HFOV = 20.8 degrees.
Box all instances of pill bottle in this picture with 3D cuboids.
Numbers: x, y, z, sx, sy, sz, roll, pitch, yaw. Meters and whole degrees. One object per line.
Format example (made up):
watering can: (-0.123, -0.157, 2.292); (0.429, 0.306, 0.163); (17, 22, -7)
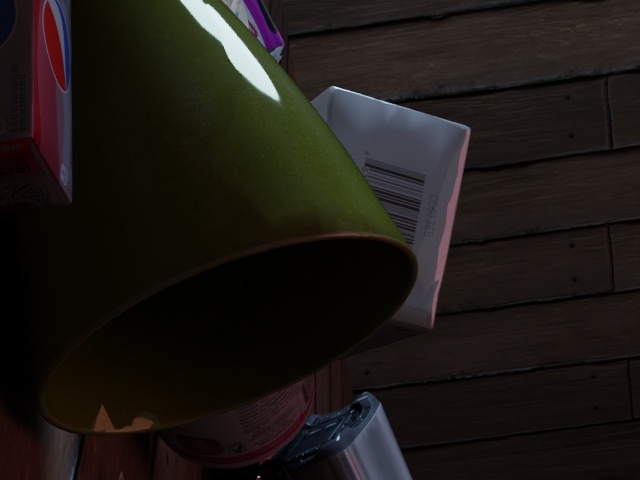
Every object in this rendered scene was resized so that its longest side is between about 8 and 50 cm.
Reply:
pill bottle: (-0.102, 0.070, 1.533); (0.283, 0.160, 0.160); (76, 8, -54)

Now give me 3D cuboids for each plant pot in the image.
plant pot: (-0.114, -0.054, 1.237); (0.275, 0.274, 0.293); (71, -4, -67)

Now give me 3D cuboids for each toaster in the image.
toaster: (0.024, 0.278, 1.966); (0.146, 0.129, 0.227); (63, 19, -5)

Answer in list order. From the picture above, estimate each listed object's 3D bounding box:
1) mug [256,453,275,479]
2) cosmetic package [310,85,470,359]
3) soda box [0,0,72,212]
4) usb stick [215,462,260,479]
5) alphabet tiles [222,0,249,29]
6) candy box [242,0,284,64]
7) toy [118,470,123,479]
mug: (-0.069, 0.327, 2.040); (0.113, 0.150, 0.169); (-60, -172, 25)
cosmetic package: (0.000, 0.000, 1.803); (0.385, 0.156, 0.217); (151, -48, -67)
soda box: (-0.204, -0.148, 1.065); (0.083, 0.092, 0.263); (71, 12, -62)
usb stick: (-0.101, 0.156, 2.024); (0.077, 0.045, 0.278); (131, -38, -49)
alphabet tiles: (-0.107, -0.197, 1.651); (0.278, 0.021, 0.284); (-77, 157, -52)
candy box: (-0.110, -0.249, 2.009); (0.159, 0.071, 0.233); (64, -7, 7)
toy: (-0.131, 0.316, 1.432); (0.137, 0.056, 0.237); (-90, 171, -49)
